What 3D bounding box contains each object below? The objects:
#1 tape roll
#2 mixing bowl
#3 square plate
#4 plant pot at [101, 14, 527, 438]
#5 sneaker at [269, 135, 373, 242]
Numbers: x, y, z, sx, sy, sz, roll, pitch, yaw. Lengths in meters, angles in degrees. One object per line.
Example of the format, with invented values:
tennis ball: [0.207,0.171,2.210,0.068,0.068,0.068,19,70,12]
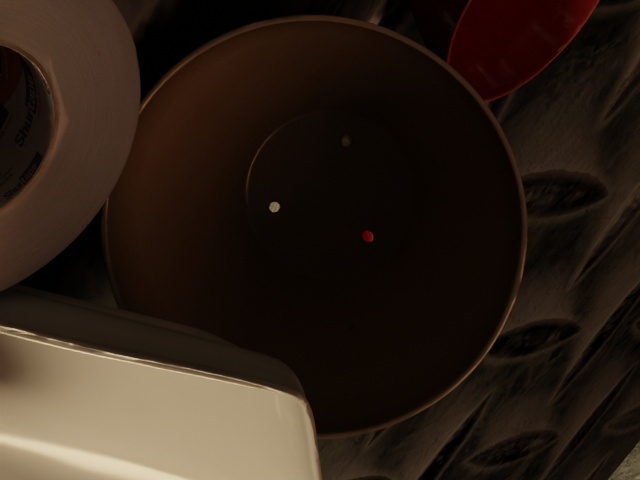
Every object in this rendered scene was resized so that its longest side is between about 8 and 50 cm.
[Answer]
tape roll: [-0.210,-0.071,0.765,0.219,0.072,0.219,-24,133,-28]
mixing bowl: [0.132,-0.206,1.087,0.181,0.098,0.181,-34,151,-22]
square plate: [-0.148,0.119,0.953,0.347,0.344,0.049,79,27,-59]
plant pot: [0.000,-0.022,1.024,0.284,0.284,0.191,-50,-176,10]
sneaker: [0.000,0.000,1.197,0.081,0.094,0.208,-31,152,-29]
